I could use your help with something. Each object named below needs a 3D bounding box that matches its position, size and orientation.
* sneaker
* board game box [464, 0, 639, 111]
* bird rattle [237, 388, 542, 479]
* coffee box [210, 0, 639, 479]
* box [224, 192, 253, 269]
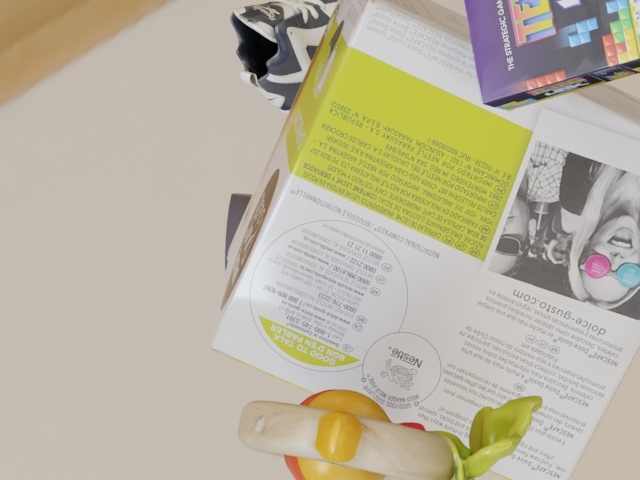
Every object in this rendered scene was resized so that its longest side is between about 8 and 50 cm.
[{"bbox_3d":[-0.026,-0.268,1.802,0.153,0.094,0.235,17,101,-49],"label":"sneaker"},{"bbox_3d":[0.173,-0.195,1.133,0.141,0.170,0.048,-15,169,31],"label":"board game box"},{"bbox_3d":[0.036,0.147,1.146,0.207,0.253,0.143,22,85,-35],"label":"bird rattle"},{"bbox_3d":[0.118,-0.021,1.440,0.337,0.338,0.334,-92,-153,-76],"label":"coffee box"},{"bbox_3d":[0.000,0.000,2.023,0.207,0.108,0.153,3,-176,-29],"label":"box"}]
